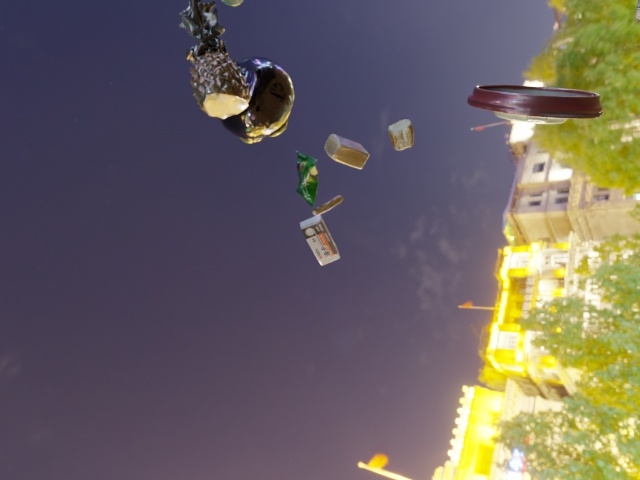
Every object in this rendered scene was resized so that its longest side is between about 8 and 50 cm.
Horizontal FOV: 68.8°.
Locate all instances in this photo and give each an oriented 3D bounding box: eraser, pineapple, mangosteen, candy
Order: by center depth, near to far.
[{"bbox_3d":[-0.224,-0.382,0.960,0.125,0.125,0.251,-5,-108,-49],"label":"pineapple"},{"bbox_3d":[0.000,0.000,1.059,0.029,0.052,0.122,-101,-13,-52],"label":"eraser"},{"bbox_3d":[-0.170,-0.373,1.259,0.243,0.243,0.242,4,-95,-48],"label":"mangosteen"},{"bbox_3d":[-0.050,-0.236,1.793,0.078,0.141,0.203,-6,-57,-14],"label":"candy"}]

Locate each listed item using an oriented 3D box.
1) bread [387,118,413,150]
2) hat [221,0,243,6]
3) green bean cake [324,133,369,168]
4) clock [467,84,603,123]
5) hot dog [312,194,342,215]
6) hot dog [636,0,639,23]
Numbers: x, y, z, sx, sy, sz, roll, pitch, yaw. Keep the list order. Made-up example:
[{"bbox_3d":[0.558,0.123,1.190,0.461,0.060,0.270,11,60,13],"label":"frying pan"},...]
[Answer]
[{"bbox_3d":[0.257,-0.334,1.478,0.083,0.077,0.070,-95,-17,-56],"label":"bread"},{"bbox_3d":[-0.221,-0.632,1.050,0.190,0.078,0.138,92,-160,-56],"label":"hat"},{"bbox_3d":[0.113,-0.386,2.033,0.179,0.109,0.085,10,-57,-37],"label":"green bean cake"},{"bbox_3d":[0.535,-0.341,1.185,0.319,0.319,0.080,-24,-56,-47],"label":"clock"},{"bbox_3d":[0.031,-0.139,1.834,0.137,0.044,0.028,-29,-52,-15],"label":"hot dog"},{"bbox_3d":[0.865,-0.633,1.186,0.191,0.059,0.108,-56,-37,-9],"label":"hot dog"}]
